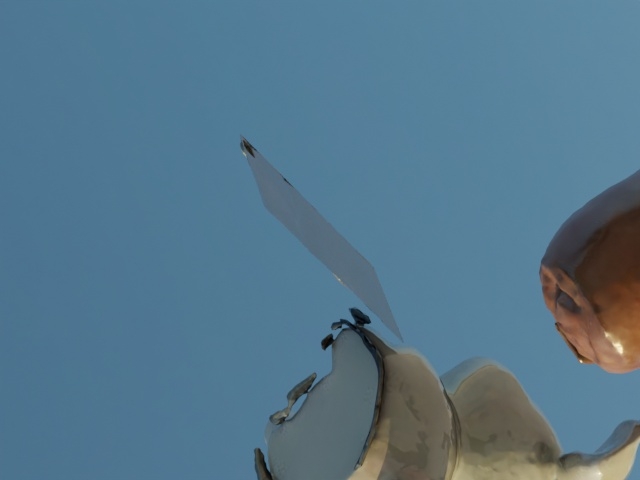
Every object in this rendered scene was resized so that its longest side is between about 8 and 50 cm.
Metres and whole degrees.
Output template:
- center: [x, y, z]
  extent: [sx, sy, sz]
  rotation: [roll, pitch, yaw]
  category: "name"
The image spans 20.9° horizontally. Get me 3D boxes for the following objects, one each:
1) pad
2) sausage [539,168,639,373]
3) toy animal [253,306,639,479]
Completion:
- center: [0.000, 0.000, 1.406]
  extent: [0.188, 0.006, 0.113]
  rotation: [44, -166, -34]
  category: "pad"
- center: [0.277, -0.089, 0.875]
  extent: [0.419, 0.094, 0.094]
  rotation: [-43, -67, -9]
  category: "sausage"
- center: [0.114, 0.186, 1.504]
  extent: [0.310, 0.247, 0.182]
  rotation: [22, -92, -35]
  category: "toy animal"
